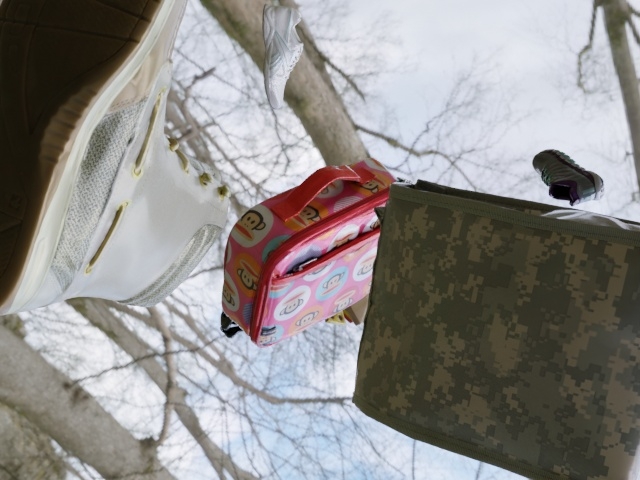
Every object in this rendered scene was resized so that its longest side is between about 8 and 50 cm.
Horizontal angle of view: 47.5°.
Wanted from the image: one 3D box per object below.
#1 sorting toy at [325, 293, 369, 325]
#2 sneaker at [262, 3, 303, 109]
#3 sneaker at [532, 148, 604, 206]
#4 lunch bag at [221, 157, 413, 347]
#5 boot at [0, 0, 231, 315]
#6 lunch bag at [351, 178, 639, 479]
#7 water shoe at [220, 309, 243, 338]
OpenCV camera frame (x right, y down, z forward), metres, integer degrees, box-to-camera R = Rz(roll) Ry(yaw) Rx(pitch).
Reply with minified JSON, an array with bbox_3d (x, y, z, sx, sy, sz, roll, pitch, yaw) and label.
[{"bbox_3d":[0.052,0.090,1.325,0.046,0.132,0.274,-34,171,31],"label":"sorting toy"},{"bbox_3d":[-0.056,-0.268,1.069,0.061,0.152,0.054,0,-157,-6],"label":"sneaker"},{"bbox_3d":[0.539,-0.145,1.663,0.098,0.083,0.223,-21,-150,-15],"label":"sneaker"},{"bbox_3d":[0.000,0.000,1.042,0.293,0.258,0.120,-27,-123,-34],"label":"lunch bag"},{"bbox_3d":[-0.097,-0.059,0.391,0.077,0.165,0.213,25,-86,19],"label":"boot"},{"bbox_3d":[0.175,0.078,0.683,0.287,0.235,0.169,14,-170,27],"label":"lunch bag"},{"bbox_3d":[-0.082,0.144,1.315,0.203,0.073,0.080,-4,-131,13],"label":"water shoe"}]
